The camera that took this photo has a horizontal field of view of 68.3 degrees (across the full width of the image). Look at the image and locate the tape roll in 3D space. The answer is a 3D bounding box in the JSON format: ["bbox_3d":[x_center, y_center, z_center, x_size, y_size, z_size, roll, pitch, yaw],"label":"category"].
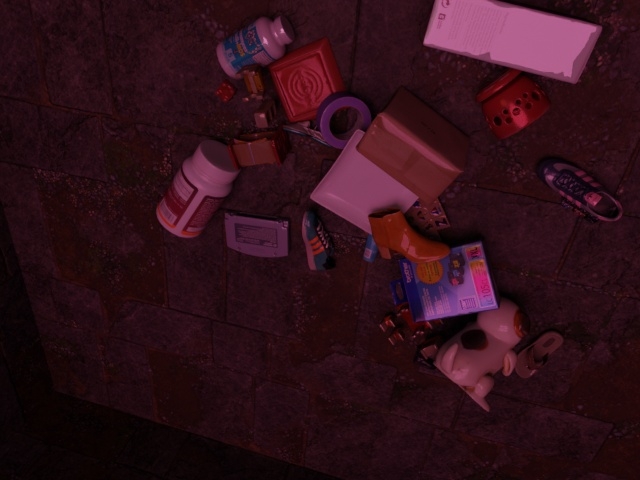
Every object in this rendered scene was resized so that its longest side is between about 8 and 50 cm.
[{"bbox_3d":[0.083,-0.433,1.702,0.188,0.080,0.189,-6,122,-10],"label":"tape roll"}]

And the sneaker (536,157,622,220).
[{"bbox_3d":[0.894,-0.176,1.612,0.318,0.131,0.112,30,111,-2],"label":"sneaker"}]

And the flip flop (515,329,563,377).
[{"bbox_3d":[0.934,0.497,2.023,0.112,0.080,0.277,29,123,-1],"label":"flip flop"}]

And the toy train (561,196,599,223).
[{"bbox_3d":[0.936,-0.109,1.709,0.158,0.027,0.036,31,134,-3],"label":"toy train"}]

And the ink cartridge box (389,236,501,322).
[{"bbox_3d":[0.481,0.167,1.876,0.395,0.151,0.270,-16,86,26],"label":"ink cartridge box"}]

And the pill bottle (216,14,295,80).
[{"bbox_3d":[-0.223,-0.683,1.656,0.263,0.146,0.146,-19,112,25],"label":"pill bottle"}]

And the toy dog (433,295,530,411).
[{"bbox_3d":[0.657,0.408,1.925,0.408,0.284,0.395,-48,124,-2],"label":"toy dog"}]

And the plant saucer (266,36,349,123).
[{"bbox_3d":[-0.050,-0.568,1.729,0.258,0.048,0.259,-13,114,22],"label":"plant saucer"}]

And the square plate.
[{"bbox_3d":[0.190,-0.205,1.784,0.343,0.049,0.347,30,125,-12],"label":"square plate"}]

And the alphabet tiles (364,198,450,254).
[{"bbox_3d":[0.328,-0.079,1.895,0.342,0.011,0.285,-18,117,29],"label":"alphabet tiles"}]

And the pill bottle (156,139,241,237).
[{"bbox_3d":[-0.504,-0.213,1.964,0.224,0.224,0.392,39,122,-7],"label":"pill bottle"}]

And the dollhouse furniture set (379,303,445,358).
[{"bbox_3d":[0.442,0.383,2.102,0.262,0.135,0.259,-32,94,29],"label":"dollhouse furniture set"}]

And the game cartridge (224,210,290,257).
[{"bbox_3d":[-0.280,-0.023,2.108,0.296,0.062,0.198,9,125,12],"label":"game cartridge"}]

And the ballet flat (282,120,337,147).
[{"bbox_3d":[-0.037,-0.418,1.797,0.213,0.072,0.068,20,94,-5],"label":"ballet flat"}]

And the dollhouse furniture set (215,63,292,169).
[{"bbox_3d":[-0.259,-0.461,1.758,0.201,0.152,0.374,-2,127,18],"label":"dollhouse furniture set"}]

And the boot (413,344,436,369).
[{"bbox_3d":[0.497,0.545,2.206,0.121,0.045,0.099,18,120,8],"label":"boot"}]

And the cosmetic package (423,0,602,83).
[{"bbox_3d":[0.553,-0.624,1.409,0.452,0.230,0.162,17,123,7],"label":"cosmetic package"}]

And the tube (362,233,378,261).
[{"bbox_3d":[0.225,-0.010,1.946,0.080,0.052,0.207,15,120,1],"label":"tube"}]

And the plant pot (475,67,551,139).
[{"bbox_3d":[0.608,-0.448,1.518,0.191,0.191,0.174,-36,98,30],"label":"plant pot"}]

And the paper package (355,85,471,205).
[{"bbox_3d":[0.322,-0.329,1.597,0.324,0.310,0.168,36,130,-3],"label":"paper package"}]

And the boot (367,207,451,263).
[{"bbox_3d":[0.330,-0.025,1.780,0.294,0.104,0.211,-1,126,28],"label":"boot"}]

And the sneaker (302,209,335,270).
[{"bbox_3d":[0.000,0.000,2.010,0.120,0.108,0.302,1,127,15],"label":"sneaker"}]
